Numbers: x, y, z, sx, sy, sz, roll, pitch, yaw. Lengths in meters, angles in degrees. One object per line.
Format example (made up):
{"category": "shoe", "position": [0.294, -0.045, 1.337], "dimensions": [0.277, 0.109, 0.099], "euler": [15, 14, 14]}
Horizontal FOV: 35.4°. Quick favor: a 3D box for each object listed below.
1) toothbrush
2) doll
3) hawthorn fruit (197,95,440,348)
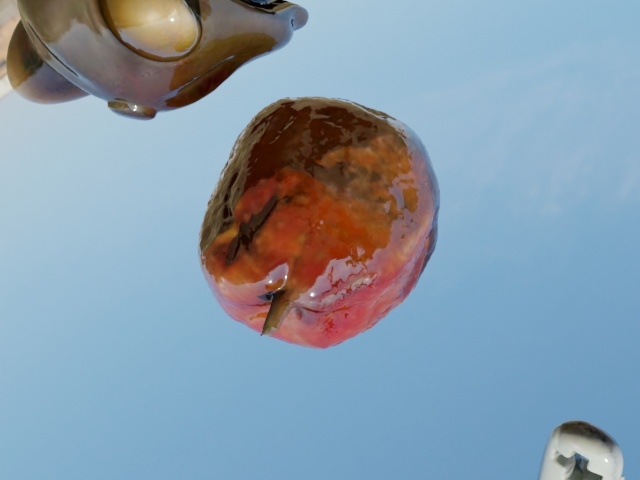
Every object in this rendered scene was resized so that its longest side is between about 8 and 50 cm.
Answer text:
{"category": "toothbrush", "position": [0.106, 0.230, 0.557], "dimensions": [0.042, 0.418, 0.040], "euler": [29, -128, 25]}
{"category": "doll", "position": [-0.125, -0.249, 0.621], "dimensions": [0.209, 0.339, 0.318], "euler": [-23, 180, -45]}
{"category": "hawthorn fruit", "position": [0.004, -0.010, 0.666], "dimensions": [0.173, 0.173, 0.179], "euler": [-37, -167, -2]}
